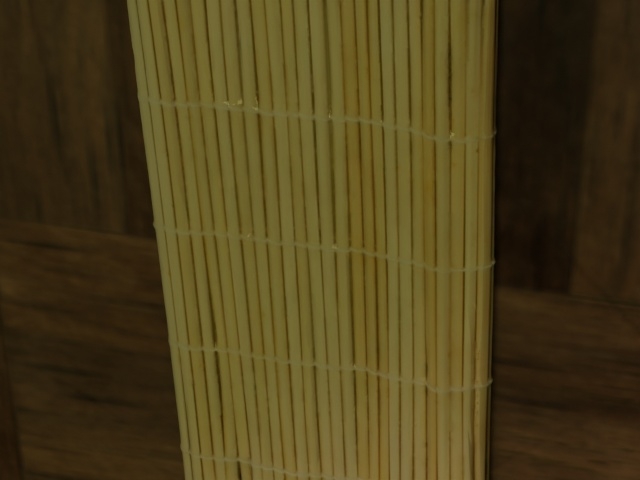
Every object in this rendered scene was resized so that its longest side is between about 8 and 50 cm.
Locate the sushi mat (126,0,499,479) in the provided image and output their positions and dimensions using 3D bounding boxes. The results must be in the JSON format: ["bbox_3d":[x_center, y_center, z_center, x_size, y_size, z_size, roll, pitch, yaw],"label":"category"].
[{"bbox_3d":[0.000,0.000,0.768,0.151,0.019,0.316,6,126,13],"label":"sushi mat"}]
